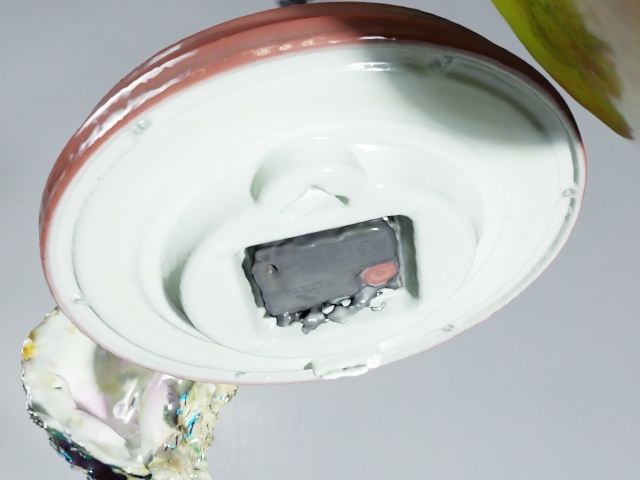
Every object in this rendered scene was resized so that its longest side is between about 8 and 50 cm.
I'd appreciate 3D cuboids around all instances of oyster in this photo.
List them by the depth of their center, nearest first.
[{"bbox_3d":[-0.153,0.112,0.841,0.198,0.092,0.259,-25,41,-5],"label":"oyster"}]

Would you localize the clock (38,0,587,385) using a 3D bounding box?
[{"bbox_3d":[0.000,0.000,0.568,0.318,0.318,0.080,-4,54,-10],"label":"clock"}]

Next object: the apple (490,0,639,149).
[{"bbox_3d":[0.200,-0.185,0.356,0.339,0.339,0.339,3,59,-6],"label":"apple"}]
